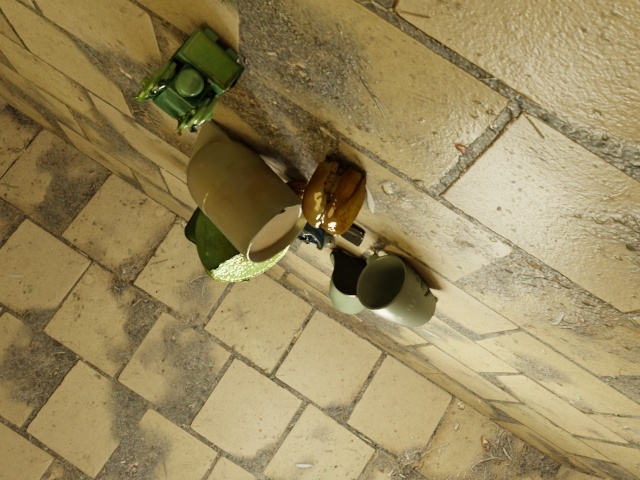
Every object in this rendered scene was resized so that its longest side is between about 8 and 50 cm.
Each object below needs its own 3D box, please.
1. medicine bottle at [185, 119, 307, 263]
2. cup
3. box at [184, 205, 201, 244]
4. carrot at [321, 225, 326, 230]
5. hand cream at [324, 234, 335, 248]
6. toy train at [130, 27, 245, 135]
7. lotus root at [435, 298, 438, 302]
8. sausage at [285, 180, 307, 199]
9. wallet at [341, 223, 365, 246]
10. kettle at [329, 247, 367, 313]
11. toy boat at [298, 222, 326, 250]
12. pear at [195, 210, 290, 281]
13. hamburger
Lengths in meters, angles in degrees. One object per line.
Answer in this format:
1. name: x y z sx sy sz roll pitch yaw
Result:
1. medicine bottle: -0.247 -0.151 1.867 0.406 0.236 0.235 46 172 20
2. cup: 0.243 0.152 2.062 0.234 0.186 0.258 35 -161 -42
3. box: -0.348 -0.034 2.582 0.329 0.252 0.178 32 176 11
4. carrot: -0.041 -0.104 2.016 0.210 0.061 0.061 33 168 25
5. hand cream: 0.000 0.000 2.318 0.083 0.048 0.224 34 172 -14
6. toy train: -0.294 -0.351 1.421 0.159 0.188 0.272 39 168 -21
7. lotus root: 0.321 0.208 2.228 0.144 0.070 0.143 32 166 7
8. sausage: -0.078 -0.150 1.922 0.183 0.054 0.062 -1 104 67
9. wallet: 0.101 -0.022 2.034 0.082 0.018 0.156 32 166 5
10. kettle: 0.099 0.145 2.374 0.240 0.165 0.255 59 173 17
11. toy boat: -0.115 -0.053 2.166 0.309 0.142 0.129 30 164 17
12. pear: -0.306 -0.035 2.376 0.318 0.343 0.238 57 174 27
13. hamburger: 0.023 -0.102 1.633 0.144 0.156 0.283 32 169 10
